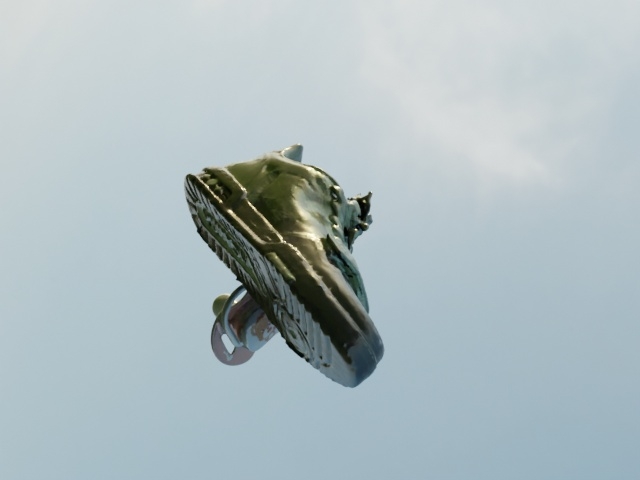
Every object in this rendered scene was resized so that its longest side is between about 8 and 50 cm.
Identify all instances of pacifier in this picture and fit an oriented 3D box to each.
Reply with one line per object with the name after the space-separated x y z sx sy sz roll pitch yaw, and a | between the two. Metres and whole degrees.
-0.078 0.070 1.180 0.099 0.081 0.078 -41 -141 -22 | pacifier

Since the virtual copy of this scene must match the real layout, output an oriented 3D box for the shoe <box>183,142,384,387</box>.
0.001 0.002 1.096 0.149 0.109 0.293 -27 -133 -20 | shoe
